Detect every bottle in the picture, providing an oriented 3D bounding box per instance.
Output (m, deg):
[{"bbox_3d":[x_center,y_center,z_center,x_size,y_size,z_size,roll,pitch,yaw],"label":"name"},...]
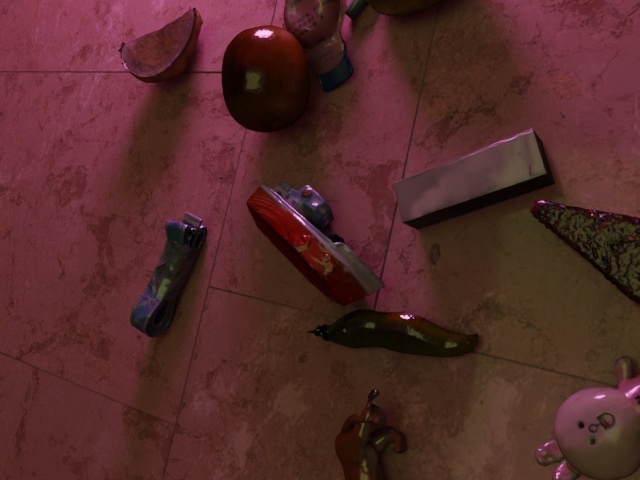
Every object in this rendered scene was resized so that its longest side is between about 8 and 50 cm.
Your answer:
[{"bbox_3d":[0.087,-0.525,1.423,0.083,0.030,0.030,-48,59,13],"label":"bottle"}]

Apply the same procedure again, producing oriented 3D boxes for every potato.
[{"bbox_3d":[-0.384,-0.475,1.664,0.243,0.098,0.138,-19,73,21],"label":"potato"},{"bbox_3d":[0.192,-0.532,1.311,0.251,0.113,0.149,2,79,32],"label":"potato"}]

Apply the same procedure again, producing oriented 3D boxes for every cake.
[{"bbox_3d":[0.446,0.022,1.033,0.246,0.112,0.135,13,88,33],"label":"cake"}]

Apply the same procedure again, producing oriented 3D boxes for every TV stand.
[{"bbox_3d":[0.274,-0.105,1.185,0.269,0.082,0.088,-19,72,26],"label":"TV stand"}]

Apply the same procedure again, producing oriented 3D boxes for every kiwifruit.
[{"bbox_3d":[-0.121,-0.359,1.421,0.196,0.196,0.234,-21,72,26],"label":"kiwifruit"}]

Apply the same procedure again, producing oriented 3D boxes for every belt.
[{"bbox_3d":[-0.356,0.079,1.527,0.072,0.087,0.302,24,92,37],"label":"belt"}]

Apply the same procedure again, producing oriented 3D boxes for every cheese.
[{"bbox_3d":[-0.004,-0.472,1.436,0.189,0.074,0.286,-28,77,40],"label":"cheese"}]

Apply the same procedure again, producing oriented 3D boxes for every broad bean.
[{"bbox_3d":[0.127,0.171,1.224,0.339,0.061,0.077,0,86,32],"label":"broad bean"}]

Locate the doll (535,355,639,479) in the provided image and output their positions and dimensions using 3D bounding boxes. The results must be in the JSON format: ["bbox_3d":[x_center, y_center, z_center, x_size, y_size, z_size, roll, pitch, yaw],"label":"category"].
[{"bbox_3d":[0.456,0.273,0.978,0.275,0.113,0.155,-49,50,22],"label":"doll"}]

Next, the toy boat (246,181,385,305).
[{"bbox_3d":[0.000,0.000,1.305,0.133,0.145,0.332,-38,59,-13],"label":"toy boat"}]

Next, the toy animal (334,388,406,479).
[{"bbox_3d":[0.076,0.437,1.182,0.157,0.097,0.312,-17,69,34],"label":"toy animal"}]
